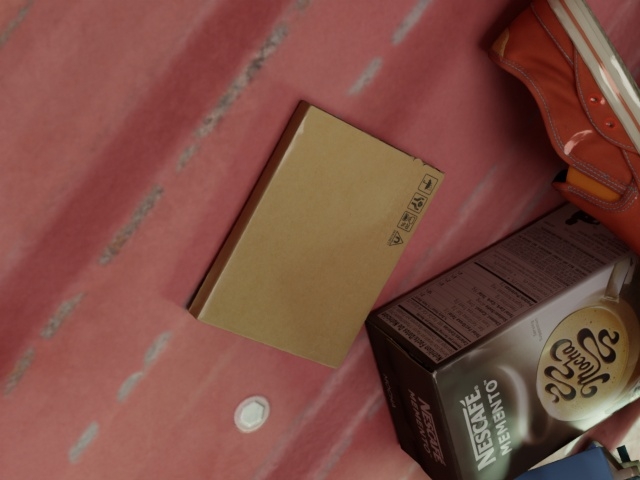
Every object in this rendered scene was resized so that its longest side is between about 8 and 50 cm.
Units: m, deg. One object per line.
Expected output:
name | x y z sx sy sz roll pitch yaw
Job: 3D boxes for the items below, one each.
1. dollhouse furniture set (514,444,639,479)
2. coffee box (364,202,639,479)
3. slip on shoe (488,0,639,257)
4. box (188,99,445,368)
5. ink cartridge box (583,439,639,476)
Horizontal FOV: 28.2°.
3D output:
dollhouse furniture set | 0.325 0.297 1.257 0.303 0.198 0.286 -23 164 18
coffee box | 0.207 0.092 1.192 0.297 0.119 0.168 -29 124 -18
slip on shoe | 0.253 -0.057 1.092 0.101 0.123 0.331 -30 93 17
box | 0.000 0.000 1.082 0.164 0.021 0.201 23 99 -37
ink cartridge box | 0.321 0.421 1.424 0.307 0.072 0.304 38 90 -6
